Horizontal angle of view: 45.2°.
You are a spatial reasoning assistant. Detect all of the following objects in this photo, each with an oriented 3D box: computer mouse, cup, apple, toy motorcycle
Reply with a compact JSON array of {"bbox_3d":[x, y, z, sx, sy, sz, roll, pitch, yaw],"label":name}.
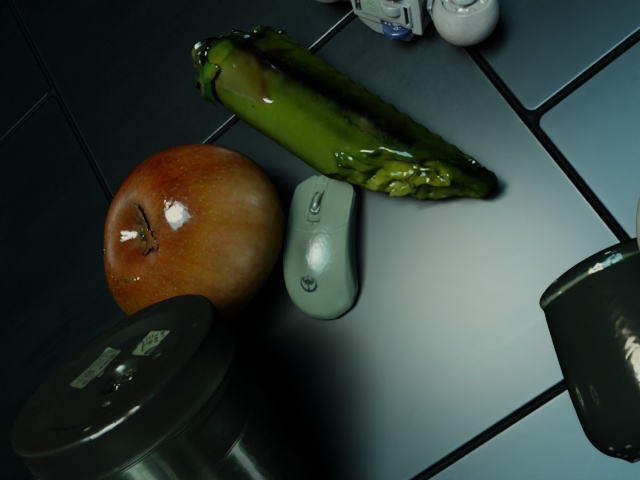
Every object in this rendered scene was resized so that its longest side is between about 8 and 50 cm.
[{"bbox_3d":[0.000,0.000,0.895,0.089,0.056,0.181,1,82,22],"label":"computer mouse"},{"bbox_3d":[0.316,0.082,0.677,0.223,0.169,0.176,-24,64,5],"label":"cup"},{"bbox_3d":[-0.157,-0.002,0.897,0.210,0.173,0.235,27,99,36],"label":"apple"},{"bbox_3d":[0.093,-0.294,0.882,0.254,0.112,0.112,27,94,26],"label":"toy motorcycle"}]

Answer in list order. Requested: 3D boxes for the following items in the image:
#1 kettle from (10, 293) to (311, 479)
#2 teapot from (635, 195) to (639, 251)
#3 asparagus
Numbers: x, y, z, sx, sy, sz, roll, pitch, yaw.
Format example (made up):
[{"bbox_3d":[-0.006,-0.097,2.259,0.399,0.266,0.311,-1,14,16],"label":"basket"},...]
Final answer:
[{"bbox_3d":[-0.153,0.256,0.820,0.321,0.228,0.324,-12,118,41],"label":"kettle"},{"bbox_3d":[0.348,0.011,0.572,0.208,0.166,0.299,0,63,5],"label":"teapot"},{"bbox_3d":[0.014,-0.132,0.876,0.382,0.128,0.108,37,135,25],"label":"asparagus"}]
